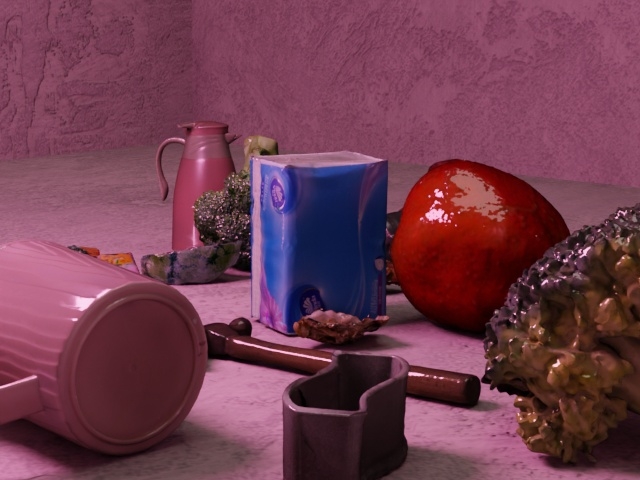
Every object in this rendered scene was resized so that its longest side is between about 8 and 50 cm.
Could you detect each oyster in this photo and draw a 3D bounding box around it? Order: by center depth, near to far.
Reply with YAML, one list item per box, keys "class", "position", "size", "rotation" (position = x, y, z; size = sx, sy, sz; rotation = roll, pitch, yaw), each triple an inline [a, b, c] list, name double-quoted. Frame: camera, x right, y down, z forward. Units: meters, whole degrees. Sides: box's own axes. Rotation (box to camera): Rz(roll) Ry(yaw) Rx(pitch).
- class: "oyster"
  position: [0.027, 0.129, 1.850]
  size: [0.148, 0.051, 0.103]
  rotation: [7, -3, -16]

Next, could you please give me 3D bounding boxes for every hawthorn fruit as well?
- class: "hawthorn fruit"
  position: [0.267, 0.022, 1.927]
  size: [0.307, 0.265, 0.265]
  rotation: [20, 19, 30]

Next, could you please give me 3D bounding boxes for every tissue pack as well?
- class: "tissue pack"
  position: [0.000, 0.000, 1.961]
  size: [0.198, 0.263, 0.146]
  rotation: [-5, 12, -29]

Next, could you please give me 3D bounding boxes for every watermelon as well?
- class: "watermelon"
  position: [-0.234, 0.042, 2.277]
  size: [0.187, 0.071, 0.139]
  rotation: [-9, 5, -9]

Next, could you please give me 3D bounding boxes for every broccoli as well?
- class: "broccoli"
  position: [0.370, 0.109, 1.446]
  size: [0.348, 0.281, 0.293]
  rotation: [-39, -15, 22]
- class: "broccoli"
  position: [-0.127, -0.069, 2.394]
  size: [0.269, 0.269, 0.254]
  rotation: [12, -15, 46]

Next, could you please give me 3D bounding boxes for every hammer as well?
- class: "hammer"
  position: [0.011, 0.163, 1.688]
  size: [0.440, 0.044, 0.168]
  rotation: [7, 11, 31]

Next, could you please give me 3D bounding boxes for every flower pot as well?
- class: "flower pot"
  position: [0.029, 0.197, 1.335]
  size: [0.103, 0.108, 0.229]
  rotation: [5, 12, 20]

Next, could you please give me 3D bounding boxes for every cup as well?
- class: "cup"
  position: [-0.310, 0.115, 1.440]
  size: [0.288, 0.208, 0.273]
  rotation: [14, 0, -44]

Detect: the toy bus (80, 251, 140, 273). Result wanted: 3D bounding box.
- class: "toy bus"
  position: [-0.432, 0.089, 1.909]
  size: [0.317, 0.112, 0.138]
  rotation: [-4, 22, -21]

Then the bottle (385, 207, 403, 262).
- class: "bottle"
  position: [0.234, -0.013, 2.378]
  size: [0.336, 0.144, 0.144]
  rotation: [-6, 13, -33]

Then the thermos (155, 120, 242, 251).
- class: "thermos"
  position: [-0.245, -0.111, 2.544]
  size: [0.176, 0.265, 0.146]
  rotation: [-1, 10, 1]

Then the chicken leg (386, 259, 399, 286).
- class: "chicken leg"
  position: [0.109, 0.053, 2.197]
  size: [0.304, 0.093, 0.113]
  rotation: [5, -1, 0]

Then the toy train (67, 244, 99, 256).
- class: "toy train"
  position: [-0.442, 0.035, 2.359]
  size: [0.064, 0.044, 0.103]
  rotation: [7, 7, -26]
